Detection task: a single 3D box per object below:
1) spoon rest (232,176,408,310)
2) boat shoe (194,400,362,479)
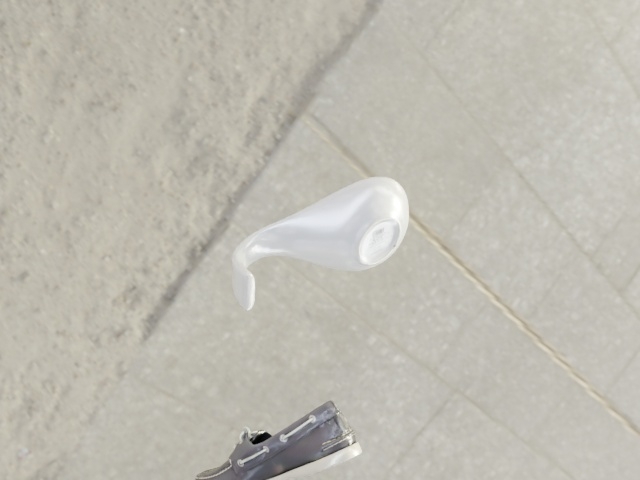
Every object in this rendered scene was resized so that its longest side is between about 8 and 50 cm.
[{"bbox_3d":[0.000,0.000,1.316,0.276,0.084,0.137,-21,132,-32],"label":"spoon rest"},{"bbox_3d":[-0.052,0.215,1.076,0.206,0.065,0.075,-23,174,31],"label":"boat shoe"}]
